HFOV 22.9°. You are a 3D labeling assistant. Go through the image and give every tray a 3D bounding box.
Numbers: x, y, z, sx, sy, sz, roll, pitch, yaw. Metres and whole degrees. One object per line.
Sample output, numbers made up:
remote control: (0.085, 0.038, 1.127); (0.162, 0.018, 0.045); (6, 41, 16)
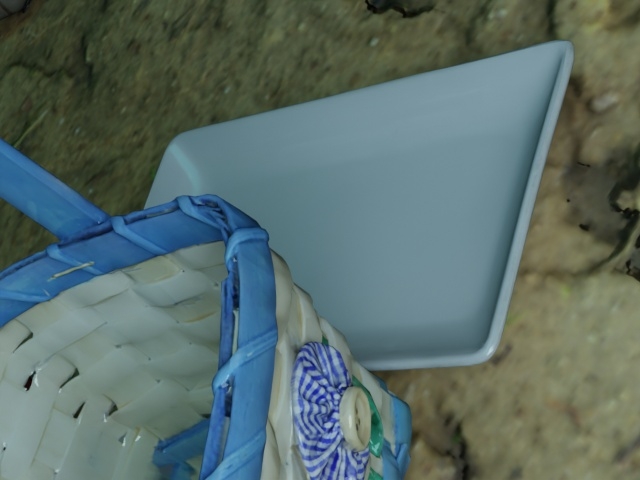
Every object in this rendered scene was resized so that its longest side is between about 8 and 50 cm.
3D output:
tray: (0.000, 0.000, 0.710); (0.270, 0.030, 0.145); (-8, 57, 47)

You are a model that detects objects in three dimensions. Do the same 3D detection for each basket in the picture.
basket: (-0.103, 0.085, 0.535); (0.201, 0.289, 0.255); (-25, 47, 40)

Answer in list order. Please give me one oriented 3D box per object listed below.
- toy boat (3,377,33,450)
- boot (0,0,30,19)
toy boat: (-0.231, 0.109, 0.795); (0.231, 0.151, 0.151); (16, 76, 54)
boot: (-0.230, -0.196, 1.144); (0.087, 0.042, 0.118); (-38, 39, 15)
